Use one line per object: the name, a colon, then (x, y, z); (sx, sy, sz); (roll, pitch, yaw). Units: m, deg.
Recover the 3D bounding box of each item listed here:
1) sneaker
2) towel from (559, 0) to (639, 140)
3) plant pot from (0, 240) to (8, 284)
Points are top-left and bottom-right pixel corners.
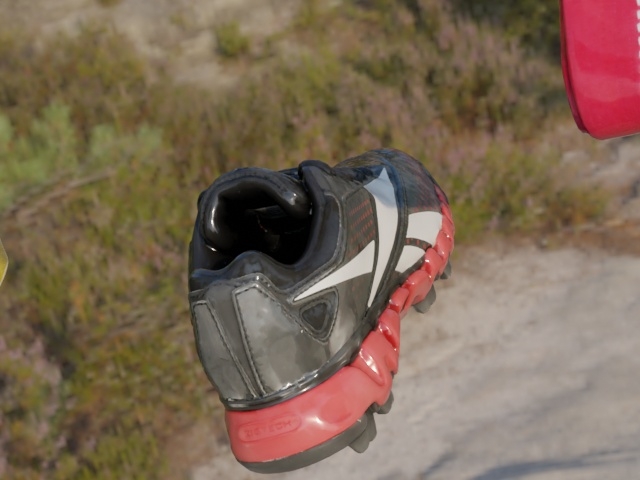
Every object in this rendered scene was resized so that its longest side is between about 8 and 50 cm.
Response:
sneaker: (0.000, 0.000, 0.802); (0.097, 0.135, 0.276); (-18, 22, 26)
towel: (0.189, -0.149, 0.465); (0.275, 0.199, 0.031); (-10, -12, 41)
plant pot: (-0.304, 0.027, 0.746); (0.212, 0.187, 0.212); (-57, 25, 5)
